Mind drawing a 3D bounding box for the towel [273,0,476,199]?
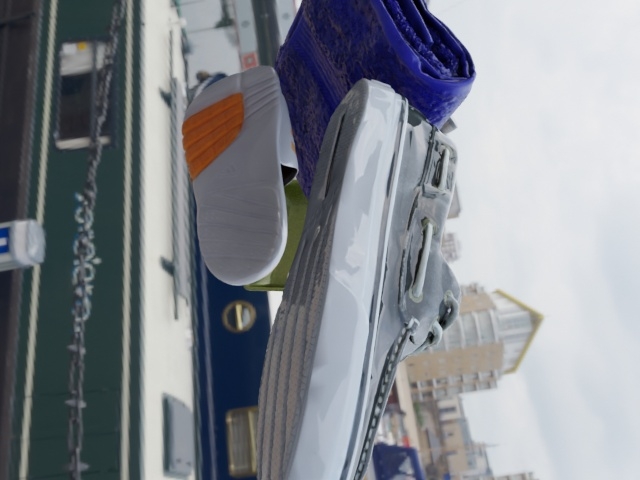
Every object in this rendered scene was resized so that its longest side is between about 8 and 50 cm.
[{"bbox_3d":[0.022,-0.151,0.724,0.228,0.076,0.308,66,-24,20],"label":"towel"}]

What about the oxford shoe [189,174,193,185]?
[{"bbox_3d":[-0.138,-0.168,1.362,0.098,0.271,0.097,-41,-104,46],"label":"oxford shoe"}]

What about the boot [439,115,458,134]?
[{"bbox_3d":[0.075,-0.211,1.190,0.263,0.229,0.091,58,19,9],"label":"boot"}]

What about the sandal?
[{"bbox_3d":[-0.069,-0.054,0.662,0.076,0.102,0.265,60,18,-49],"label":"sandal"}]

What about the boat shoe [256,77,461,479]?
[{"bbox_3d":[0.045,0.027,0.493,0.121,0.119,0.335,132,-24,-57],"label":"boat shoe"}]

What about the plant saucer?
[{"bbox_3d":[0.000,0.000,1.037,0.045,0.188,0.188,58,39,-54],"label":"plant saucer"}]
